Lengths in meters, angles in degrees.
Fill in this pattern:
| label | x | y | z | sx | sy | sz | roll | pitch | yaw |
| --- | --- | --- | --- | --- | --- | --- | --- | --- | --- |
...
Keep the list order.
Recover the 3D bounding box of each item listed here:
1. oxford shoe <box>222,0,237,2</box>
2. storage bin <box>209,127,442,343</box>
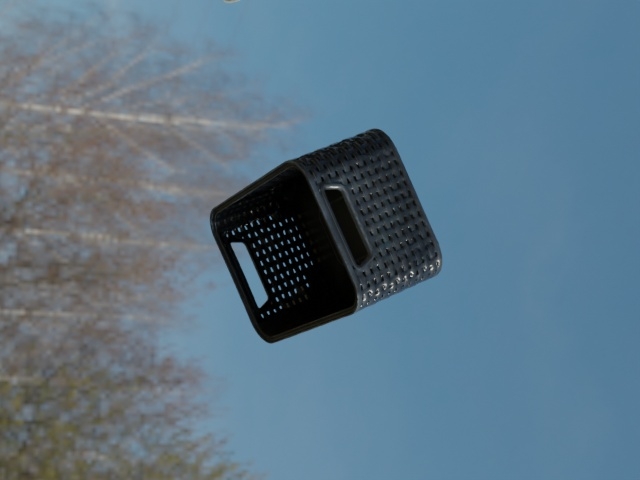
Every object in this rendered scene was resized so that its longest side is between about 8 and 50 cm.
| label | x | y | z | sx | sy | sz | roll | pitch | yaw |
| --- | --- | --- | --- | --- | --- | --- | --- | --- | --- |
| oxford shoe | -0.022 | -0.289 | 1.077 | 0.130 | 0.169 | 0.449 | 53 | -13 | -15 |
| storage bin | 0.000 | 0.000 | 0.984 | 0.180 | 0.084 | 0.122 | -26 | -93 | 61 |
